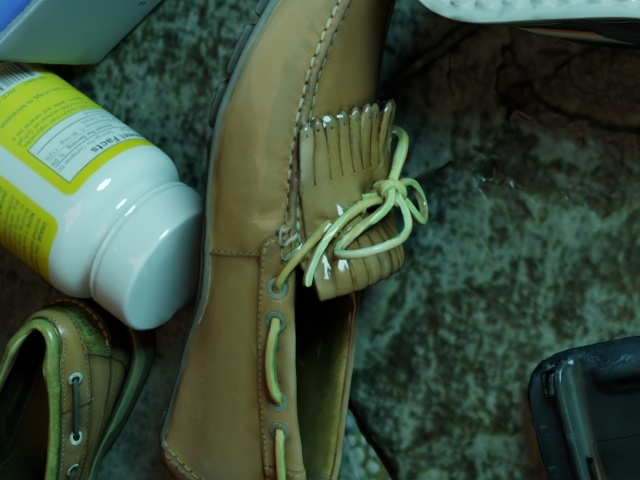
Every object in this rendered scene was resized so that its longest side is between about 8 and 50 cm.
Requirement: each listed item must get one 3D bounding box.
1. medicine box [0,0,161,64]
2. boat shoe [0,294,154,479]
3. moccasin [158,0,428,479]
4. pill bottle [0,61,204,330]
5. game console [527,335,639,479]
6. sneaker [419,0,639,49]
[{"bbox_3d":[-0.179,-0.307,1.036,0.263,0.149,0.289,-40,77,25],"label":"medicine box"},{"bbox_3d":[-0.222,0.178,1.128,0.111,0.104,0.307,24,105,25],"label":"boat shoe"},{"bbox_3d":[-0.001,0.000,0.974,0.147,0.139,0.380,19,103,23],"label":"moccasin"},{"bbox_3d":[-0.173,-0.036,1.075,0.208,0.119,0.119,36,110,21],"label":"pill bottle"},{"bbox_3d":[0.223,0.234,0.930,0.213,0.044,0.361,-16,88,27],"label":"game console"},{"bbox_3d":[0.212,-0.158,0.848,0.321,0.127,0.126,13,104,28],"label":"sneaker"}]
